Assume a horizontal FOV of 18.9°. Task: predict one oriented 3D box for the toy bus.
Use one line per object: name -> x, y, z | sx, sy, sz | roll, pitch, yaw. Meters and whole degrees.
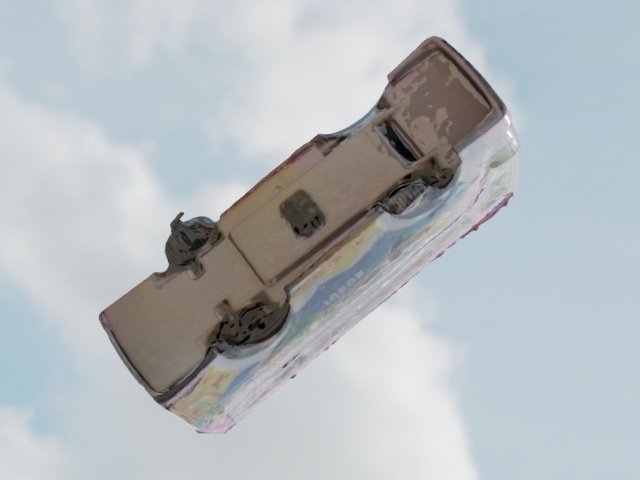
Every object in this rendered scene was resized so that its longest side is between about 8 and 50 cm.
toy bus -> 0.000, 0.000, 1.179 | 0.090, 0.274, 0.112 | 52, 1, 32
